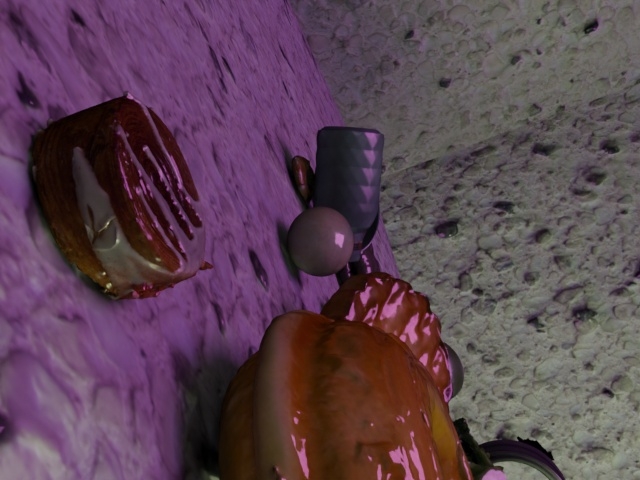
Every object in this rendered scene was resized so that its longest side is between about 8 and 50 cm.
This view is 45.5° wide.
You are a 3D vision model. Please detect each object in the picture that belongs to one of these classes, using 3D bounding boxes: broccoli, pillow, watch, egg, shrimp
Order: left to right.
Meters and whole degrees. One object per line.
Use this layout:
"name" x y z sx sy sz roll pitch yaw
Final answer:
"shrimp" -0.027 -0.123 1.646 0.180 0.041 0.099 45 29 -73
"egg" 0.000 0.000 1.293 0.152 0.114 0.114 -86 155 -67
"pillow" 0.080 0.013 1.825 0.228 0.101 0.326 35 35 -73
"broccoli" 0.235 0.453 1.412 0.269 0.242 0.261 -6 78 -35
"watch" 0.377 0.568 1.657 0.314 0.327 0.335 32 39 -76

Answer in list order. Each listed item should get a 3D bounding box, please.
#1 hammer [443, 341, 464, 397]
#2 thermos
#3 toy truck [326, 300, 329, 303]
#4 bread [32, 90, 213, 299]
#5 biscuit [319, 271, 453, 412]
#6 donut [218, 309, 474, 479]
"hammer" 0.134 0.315 1.344 0.119 0.206 0.335 58 31 -22
"thermos" 0.064 -0.097 1.643 0.182 0.145 0.286 -4 99 -50
"toy truck" 0.070 0.166 1.377 0.286 0.111 0.136 -63 135 -78
"bread" -0.148 -0.032 0.595 0.160 0.073 0.160 -20 90 -82
"biscuit" 0.087 0.206 1.141 0.326 0.107 0.325 18 66 -48
"donut" 0.048 0.274 0.727 0.449 0.198 0.448 -21 90 -78
